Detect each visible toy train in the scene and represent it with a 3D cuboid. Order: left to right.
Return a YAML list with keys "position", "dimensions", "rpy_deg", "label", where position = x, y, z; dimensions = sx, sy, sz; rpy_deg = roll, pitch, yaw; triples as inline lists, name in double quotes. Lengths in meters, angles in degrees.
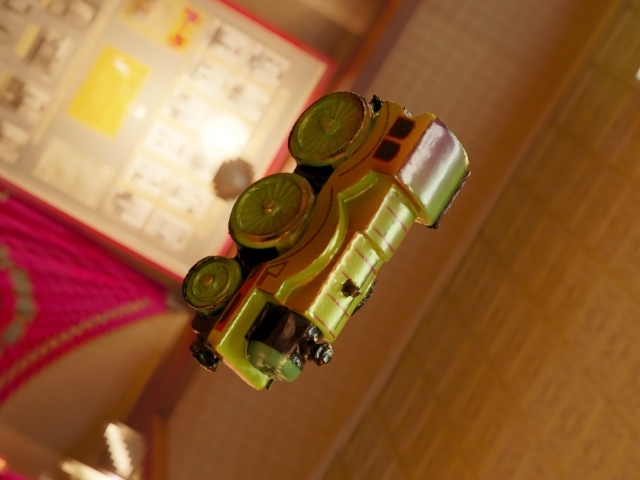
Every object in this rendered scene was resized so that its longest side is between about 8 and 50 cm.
- position: [0.000, 0.000, 1.540]
  dimensions: [0.160, 0.100, 0.296]
  rpy_deg: [22, -108, 41]
  label: "toy train"
